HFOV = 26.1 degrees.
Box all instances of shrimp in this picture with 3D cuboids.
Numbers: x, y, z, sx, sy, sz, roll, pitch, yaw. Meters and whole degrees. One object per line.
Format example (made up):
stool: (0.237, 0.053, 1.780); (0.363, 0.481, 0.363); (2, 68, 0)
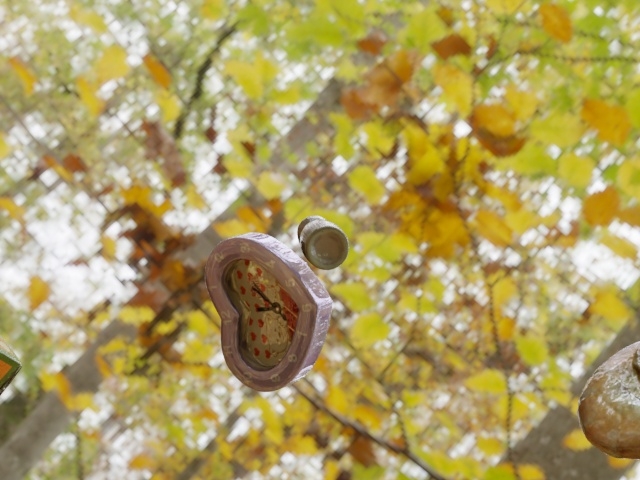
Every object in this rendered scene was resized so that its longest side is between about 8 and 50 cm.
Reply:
shrimp: (0.410, 0.161, 1.423); (0.296, 0.169, 0.058); (-1, -44, 32)

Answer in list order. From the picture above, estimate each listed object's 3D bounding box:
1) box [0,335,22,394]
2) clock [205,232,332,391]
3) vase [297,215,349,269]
box: (-0.552, 0.157, 1.911); (0.195, 0.177, 0.148); (41, -3, 39)
clock: (-0.052, 0.084, 1.705); (0.172, 0.064, 0.198); (-11, -84, 38)
vase: (0.000, 0.000, 1.606); (0.053, 0.053, 0.100); (54, -2, -14)
